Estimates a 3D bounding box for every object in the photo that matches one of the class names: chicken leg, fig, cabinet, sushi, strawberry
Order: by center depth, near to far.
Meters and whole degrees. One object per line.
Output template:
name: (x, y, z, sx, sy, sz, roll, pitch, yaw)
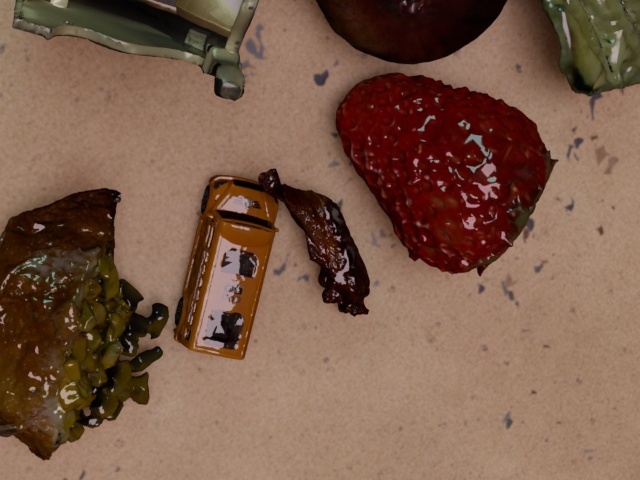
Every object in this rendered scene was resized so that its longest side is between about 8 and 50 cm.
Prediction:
cabinet: (-0.141, -0.334, 1.236, 0.227, 0.318, 0.290, 15, 113, -17)
sushi: (-0.264, 0.091, 1.393, 0.179, 0.167, 0.296, 11, 88, 6)
fig: (0.098, -0.306, 1.401, 0.235, 0.214, 0.235, 5, 111, 13)
strawberry: (0.128, -0.089, 1.471, 0.244, 0.205, 0.205, 35, 88, 5)
chicken leg: (0.003, -0.002, 1.479, 0.048, 0.089, 0.219, -13, 118, 29)

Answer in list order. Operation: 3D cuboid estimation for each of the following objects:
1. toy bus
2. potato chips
toy bus: (-0.098, 0.029, 1.456, 0.083, 0.088, 0.194, 12, 94, -17)
potato chips: (0.354, -0.368, 1.517, 0.373, 0.097, 0.389, -23, 101, -21)
